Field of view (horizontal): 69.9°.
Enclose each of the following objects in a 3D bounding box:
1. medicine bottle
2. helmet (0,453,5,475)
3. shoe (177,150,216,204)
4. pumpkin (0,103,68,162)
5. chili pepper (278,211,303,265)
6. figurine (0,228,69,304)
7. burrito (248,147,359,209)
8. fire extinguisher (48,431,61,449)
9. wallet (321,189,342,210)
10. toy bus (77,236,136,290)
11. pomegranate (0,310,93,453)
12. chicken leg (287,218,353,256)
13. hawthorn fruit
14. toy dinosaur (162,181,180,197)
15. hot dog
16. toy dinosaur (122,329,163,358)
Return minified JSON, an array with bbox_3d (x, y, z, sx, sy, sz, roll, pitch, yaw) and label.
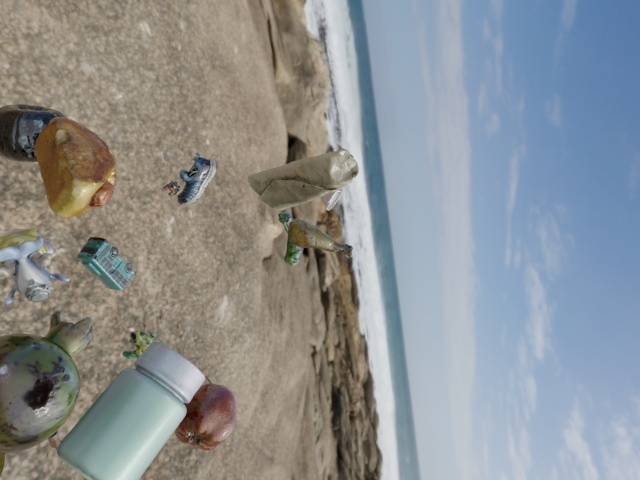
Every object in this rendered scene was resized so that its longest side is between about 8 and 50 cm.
[{"bbox_3d":[-0.317,0.301,0.791,0.225,0.139,0.139,-55,147,-31],"label":"medicine bottle"},{"bbox_3d":[-0.858,0.546,1.034,0.140,0.257,0.205,-64,-144,41],"label":"helmet"},{"bbox_3d":[-0.473,-0.226,1.691,0.106,0.207,0.091,26,14,-36],"label":"shoe"},{"bbox_3d":[-0.853,-0.313,1.353,0.233,0.233,0.162,-71,168,-70],"label":"pumpkin"},{"bbox_3d":[-0.079,-0.013,1.248,0.073,0.050,0.182,-44,138,-35],"label":"chili pepper"},{"bbox_3d":[-0.629,0.046,0.976,0.183,0.129,0.208,59,-31,13],"label":"figurine"},{"bbox_3d":[-0.032,-0.104,0.796,0.087,0.226,0.060,55,48,-23],"label":"burrito"},{"bbox_3d":[-0.617,0.459,1.061,0.028,0.023,0.083,60,-34,33],"label":"fire extinguisher"},{"bbox_3d":[0.014,-0.134,1.137,0.061,0.025,0.122,-58,-144,31],"label":"wallet"},{"bbox_3d":[-0.632,0.070,1.351,0.091,0.079,0.160,-63,147,-36],"label":"toy bus"},{"bbox_3d":[-0.610,0.292,0.960,0.306,0.243,0.242,-100,-179,-77],"label":"pomegranate"},{"bbox_3d":[0.000,0.000,1.170,0.093,0.178,0.070,129,-21,-80],"label":"chicken leg"},{"bbox_3d":[-0.293,0.443,1.217,0.203,0.163,0.162,-70,153,-54],"label":"hawthorn fruit"},{"bbox_3d":[-0.548,-0.193,1.695,0.049,0.055,0.154,51,-10,-12],"label":"toy dinosaur"},{"bbox_3d":[-0.590,-0.173,1.130,0.153,0.150,0.256,12,44,-56],"label":"hot dog"},{"bbox_3d":[-0.599,0.411,1.664,0.259,0.153,0.094,48,39,-29],"label":"toy dinosaur"}]
